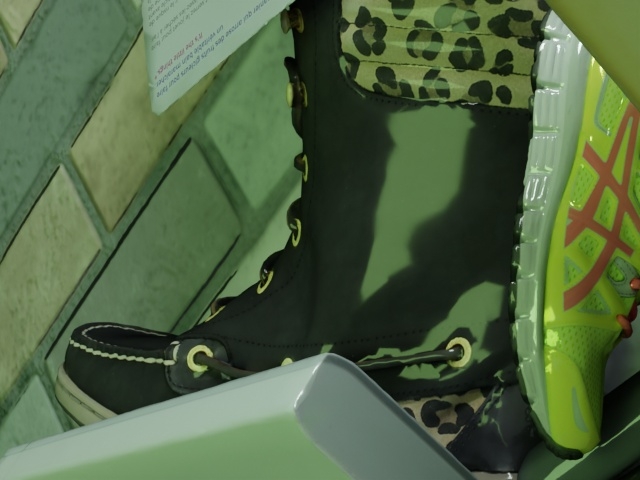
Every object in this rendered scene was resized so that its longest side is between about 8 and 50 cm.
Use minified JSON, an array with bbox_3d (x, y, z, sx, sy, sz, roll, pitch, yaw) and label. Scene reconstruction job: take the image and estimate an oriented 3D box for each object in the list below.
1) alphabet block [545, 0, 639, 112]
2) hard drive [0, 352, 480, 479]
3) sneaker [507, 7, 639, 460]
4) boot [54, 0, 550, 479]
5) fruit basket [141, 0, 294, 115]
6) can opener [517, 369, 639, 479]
[{"bbox_3d":[0.166,-0.152,0.512,0.192,0.197,0.193,-26,44,25],"label":"alphabet block"},{"bbox_3d":[-0.021,0.175,0.831,0.353,0.233,0.047,-22,29,54],"label":"hard drive"},{"bbox_3d":[0.134,-0.005,0.687,0.094,0.081,0.209,6,80,11],"label":"sneaker"},{"bbox_3d":[0.000,0.000,0.878,0.377,0.138,0.284,9,98,43],"label":"boot"},{"bbox_3d":[-0.002,-0.286,0.834,0.327,0.165,0.353,-34,59,42],"label":"fruit basket"},{"bbox_3d":[0.202,0.054,0.664,0.280,0.093,0.074,-39,91,28],"label":"can opener"}]
